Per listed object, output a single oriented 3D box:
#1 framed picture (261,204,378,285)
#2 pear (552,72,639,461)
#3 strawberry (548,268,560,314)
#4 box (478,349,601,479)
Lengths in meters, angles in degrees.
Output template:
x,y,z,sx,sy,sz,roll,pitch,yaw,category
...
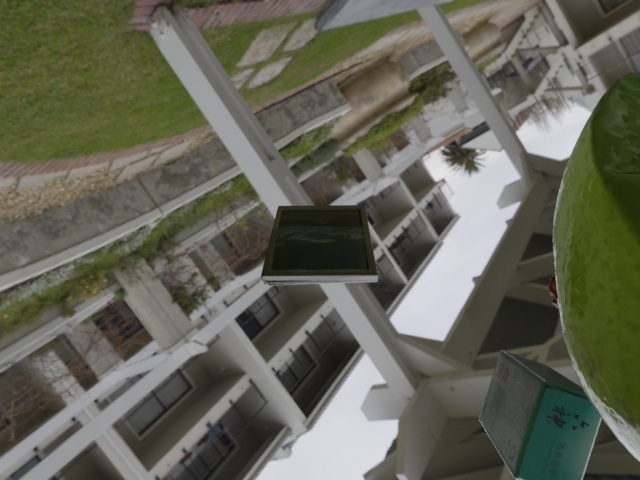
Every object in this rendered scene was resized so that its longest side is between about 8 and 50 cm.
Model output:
x,y,z,sx,sy,sz,roll,pitch,yaw,category
0.000,0.000,0.813,0.189,0.023,0.260,0,-150,2,framed picture
0.330,0.053,0.325,0.343,0.238,0.318,26,-124,31,pear
0.364,0.034,0.562,0.192,0.085,0.140,-41,-159,-16,strawberry
0.356,0.292,0.745,0.245,0.092,0.153,13,95,-82,box
